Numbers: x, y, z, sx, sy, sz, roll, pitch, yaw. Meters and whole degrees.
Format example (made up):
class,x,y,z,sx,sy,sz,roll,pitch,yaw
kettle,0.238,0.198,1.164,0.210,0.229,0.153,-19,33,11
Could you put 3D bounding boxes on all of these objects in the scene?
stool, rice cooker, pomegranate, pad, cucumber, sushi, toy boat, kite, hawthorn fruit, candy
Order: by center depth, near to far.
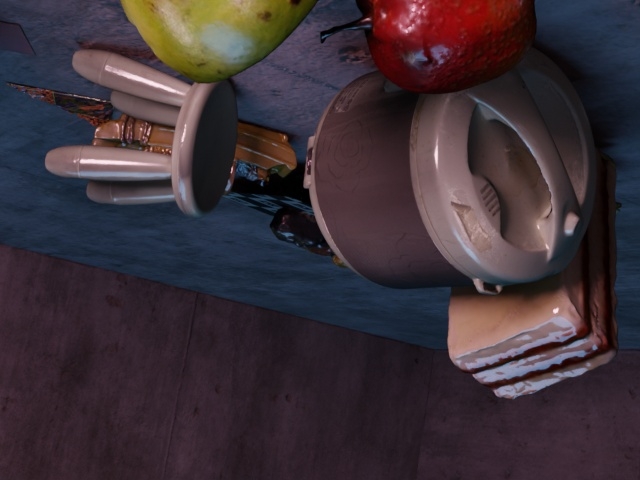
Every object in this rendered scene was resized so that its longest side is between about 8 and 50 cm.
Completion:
class,x,y,z,sx,sy,sz,roll,pitch,yaw
pomegranate,-0.075,-0.243,0.894,0.241,0.190,0.159,-3,139,50
hawthorn fruit,0.092,-0.201,0.964,0.194,0.157,0.157,-19,174,-13
rice cooker,0.155,-0.084,1.270,0.288,0.288,0.277,18,165,-36
candy,0.271,0.022,1.404,0.179,0.320,0.135,-26,129,39
pad,-0.479,-0.277,1.460,0.188,0.006,0.113,9,168,-2
stool,-0.231,-0.142,1.482,0.199,0.195,0.195,11,170,11
toy boat,-0.189,-0.131,1.671,0.310,0.115,0.089,12,168,-19
kite,-0.362,-0.209,1.708,0.125,0.008,0.222,-3,164,36
cucumber,0.059,-0.083,1.818,0.304,0.072,0.081,-1,122,40
sushi,0.000,0.000,2.042,0.359,0.064,0.343,22,173,-30

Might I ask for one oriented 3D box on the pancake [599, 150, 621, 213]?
class,x,y,z,sx,sy,sz,roll,pitch,yaw
pancake,0.223,-0.078,1.620,0.427,0.066,0.305,-18,142,38

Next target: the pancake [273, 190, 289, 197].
class,x,y,z,sx,sy,sz,roll,pitch,yaw
pancake,0.011,-0.050,2.097,0.223,0.042,0.236,8,168,39
